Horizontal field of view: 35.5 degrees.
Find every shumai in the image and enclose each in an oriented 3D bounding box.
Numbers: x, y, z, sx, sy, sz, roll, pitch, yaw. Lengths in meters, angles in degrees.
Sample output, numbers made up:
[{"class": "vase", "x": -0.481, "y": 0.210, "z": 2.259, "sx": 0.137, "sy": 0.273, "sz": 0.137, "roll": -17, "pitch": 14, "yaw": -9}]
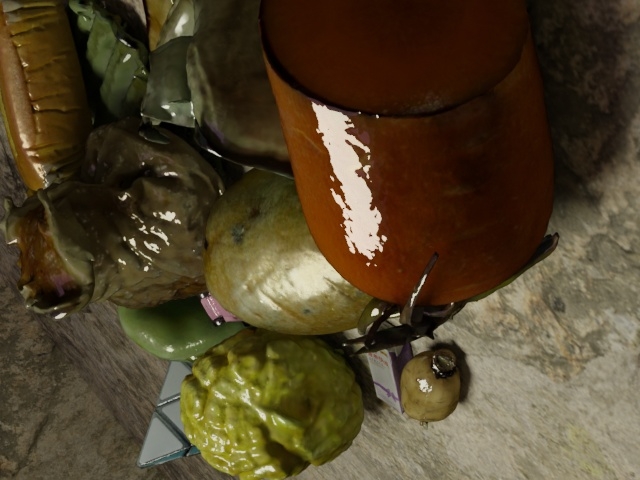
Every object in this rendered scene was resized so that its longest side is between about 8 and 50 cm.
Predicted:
[{"class": "shumai", "x": -0.276, "y": 0.027, "z": 1.294, "sx": 0.267, "sy": 0.262, "sz": 0.314, "roll": 35, "pitch": 146, "yaw": 13}]

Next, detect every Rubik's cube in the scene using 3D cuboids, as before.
[{"class": "Rubik's cube", "x": -0.153, "y": 0.269, "z": 1.701, "sx": 0.233, "sy": 0.229, "sz": 0.228, "roll": 18, "pitch": -160, "yaw": -6}]

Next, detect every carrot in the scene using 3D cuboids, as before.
[{"class": "carrot", "x": 0.079, "y": -0.054, "z": 0.751, "sx": 0.214, "sy": 0.193, "sz": 0.331, "roll": -117, "pitch": 10, "yaw": -48}]

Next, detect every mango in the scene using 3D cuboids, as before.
[{"class": "mango", "x": 0.004, "y": 0.003, "z": 1.036, "sx": 0.329, "sy": 0.176, "sz": 0.176, "roll": -6, "pitch": 151, "yaw": 41}]

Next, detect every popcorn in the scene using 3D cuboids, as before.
[{"class": "popcorn", "x": -0.060, "y": 0.221, "z": 1.366, "sx": 0.206, "sy": 0.236, "sz": 0.251, "roll": 66, "pitch": -170, "yaw": 14}]

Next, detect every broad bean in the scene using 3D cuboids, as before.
[{"class": "broad bean", "x": -0.207, "y": 0.119, "z": 1.555, "sx": 0.228, "sy": 0.169, "sz": 0.100, "roll": 32, "pitch": 148, "yaw": 22}]

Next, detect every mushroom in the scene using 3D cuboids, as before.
[{"class": "mushroom", "x": -0.058, "y": -0.156, "z": 0.906, "sx": 0.267, "sy": 0.189, "sz": 0.164, "roll": -122, "pitch": 47, "yaw": -76}]

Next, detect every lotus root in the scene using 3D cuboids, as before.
[{"class": "lotus root", "x": 0.123, "y": 0.171, "z": 1.143, "sx": 0.072, "sy": 0.063, "sz": 0.152, "roll": 32, "pitch": 146, "yaw": 22}]

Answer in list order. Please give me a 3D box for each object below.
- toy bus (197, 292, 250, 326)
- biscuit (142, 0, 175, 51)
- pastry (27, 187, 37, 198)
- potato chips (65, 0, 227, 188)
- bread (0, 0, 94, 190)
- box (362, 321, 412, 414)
[{"class": "toy bus", "x": -0.107, "y": 0.074, "z": 1.408, "sx": 0.063, "sy": 0.090, "sz": 0.203, "roll": 61, "pitch": 156, "yaw": -9}, {"class": "biscuit", "x": -0.143, "y": -0.231, "z": 1.128, "sx": 0.183, "sy": 0.039, "sz": 0.174, "roll": 43, "pitch": 152, "yaw": 24}, {"class": "pastry", "x": -0.397, "y": -0.052, "z": 1.680, "sx": 0.189, "sy": 0.188, "sz": 0.103, "roll": 47, "pitch": 159, "yaw": 16}, {"class": "potato chips", "x": -0.276, "y": -0.163, "z": 1.439, "sx": 0.359, "sy": 0.070, "sz": 0.429, "roll": 56, "pitch": 154, "yaw": 6}, {"class": "bread", "x": -0.390, "y": -0.219, "z": 1.379, "sx": 0.152, "sy": 0.119, "sz": 0.288, "roll": 33, "pitch": 137, "yaw": 56}, {"class": "box", "x": 0.087, "y": 0.154, "z": 1.218, "sx": 0.050, "sy": 0.036, "sz": 0.117, "roll": 29, "pitch": 146, "yaw": 43}]
